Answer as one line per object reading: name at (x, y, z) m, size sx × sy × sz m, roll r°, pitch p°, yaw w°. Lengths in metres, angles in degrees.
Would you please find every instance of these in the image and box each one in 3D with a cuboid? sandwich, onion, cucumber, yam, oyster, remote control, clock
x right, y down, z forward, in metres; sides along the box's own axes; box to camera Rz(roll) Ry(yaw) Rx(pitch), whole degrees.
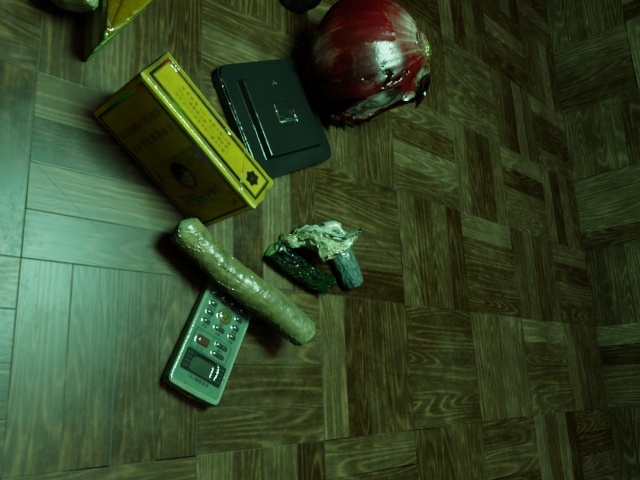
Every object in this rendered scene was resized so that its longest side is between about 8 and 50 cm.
sandwich at (-0.409, -0.452, 1.079) m, size 0.144 × 0.117 × 0.187 m, roll 46°, pitch 52°, yaw -23°
onion at (0.122, -0.457, 1.474) m, size 0.341 × 0.341 × 0.341 m, roll 16°, pitch 67°, yaw -42°
cucumber at (-0.045, 0.065, 1.336) m, size 0.187 × 0.058 × 0.058 m, roll 35°, pitch 56°, yaw -33°
yam at (-0.150, 0.084, 1.166) m, size 0.357 × 0.081 × 0.081 m, roll 45°, pitch 50°, yaw -22°
oyster at (0.000, 0.000, 1.369) m, size 0.191 × 0.163 × 0.081 m, roll 8°, pitch 108°, yaw -7°
cucumber at (0.065, 0.061, 1.443) m, size 0.064 × 0.064 × 0.112 m, roll -36°, pitch 104°, yaw -45°
remote control at (-0.203, 0.172, 1.155) m, size 0.123 × 0.038 × 0.285 m, roll 42°, pitch 52°, yaw -28°
clock at (-0.100, -0.296, 1.393) m, size 0.279 × 0.049 × 0.273 m, roll -26°, pitch 96°, yaw -47°

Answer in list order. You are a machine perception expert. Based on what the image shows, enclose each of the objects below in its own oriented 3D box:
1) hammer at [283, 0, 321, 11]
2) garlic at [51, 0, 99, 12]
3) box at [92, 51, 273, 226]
hammer at (-0.165, -0.750, 1.437) m, size 0.409 × 0.095 × 0.242 m, roll 12°, pitch 70°, yaw -41°
garlic at (-0.455, -0.487, 1.052) m, size 0.087 × 0.101 × 0.195 m, roll 43°, pitch 34°, yaw -68°
box at (-0.254, -0.170, 1.094) m, size 0.301 × 0.193 × 0.084 m, roll 51°, pitch 49°, yaw -22°
